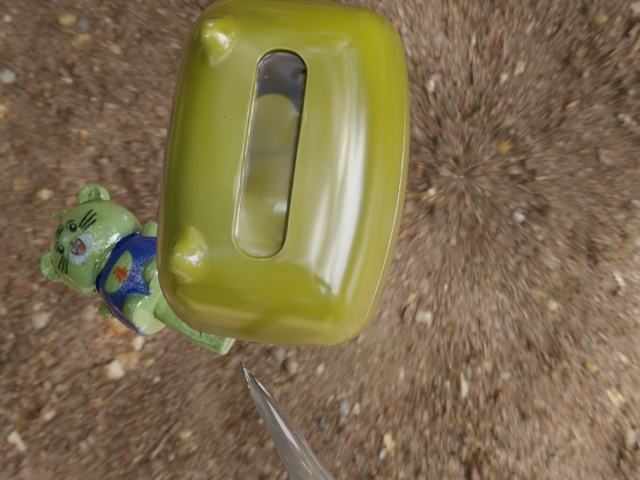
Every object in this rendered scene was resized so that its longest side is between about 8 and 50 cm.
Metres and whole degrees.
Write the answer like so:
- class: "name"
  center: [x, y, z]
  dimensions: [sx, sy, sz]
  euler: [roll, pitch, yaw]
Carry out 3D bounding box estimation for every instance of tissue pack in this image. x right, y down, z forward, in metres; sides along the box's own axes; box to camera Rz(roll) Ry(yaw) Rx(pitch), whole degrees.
- class: "tissue pack"
  center: [-0.019, -0.036, 0.755]
  dimensions: [0.123, 0.127, 0.178]
  euler: [7, 87, 10]

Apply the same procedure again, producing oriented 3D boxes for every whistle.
- class: "whistle"
  center: [-0.171, 0.035, 1.382]
  dimensions: [0.227, 0.085, 0.105]
  euler: [34, 97, 22]

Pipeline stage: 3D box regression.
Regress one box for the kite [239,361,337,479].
- class: "kite"
  center: [0.038, 0.142, 0.406]
  dimensions: [0.015, 0.141, 0.245]
  euler: [-32, 45, 5]
